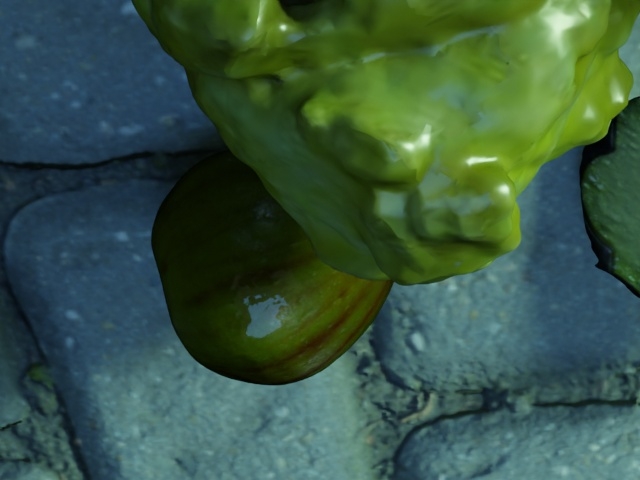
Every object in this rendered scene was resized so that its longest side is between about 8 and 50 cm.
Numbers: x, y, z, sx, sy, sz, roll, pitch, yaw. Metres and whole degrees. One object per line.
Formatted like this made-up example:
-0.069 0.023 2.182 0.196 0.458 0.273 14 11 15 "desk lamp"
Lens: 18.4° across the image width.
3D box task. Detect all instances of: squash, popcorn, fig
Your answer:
0.255 -0.031 1.199 0.184 0.085 0.192 18 132 25 "squash"
0.053 -0.124 1.035 0.250 0.235 0.242 -44 132 -14 "popcorn"
-0.005 0.015 1.189 0.186 0.142 0.148 -8 158 25 "fig"
